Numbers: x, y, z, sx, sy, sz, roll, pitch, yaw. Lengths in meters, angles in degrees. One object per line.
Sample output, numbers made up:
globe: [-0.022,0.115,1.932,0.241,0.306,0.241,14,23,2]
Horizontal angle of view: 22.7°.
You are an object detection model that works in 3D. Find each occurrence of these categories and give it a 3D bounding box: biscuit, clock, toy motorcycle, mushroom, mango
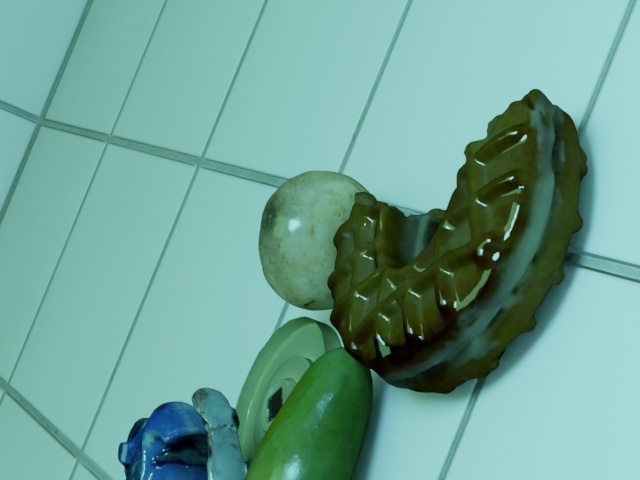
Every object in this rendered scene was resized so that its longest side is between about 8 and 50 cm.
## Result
biscuit: [0.130,0.022,1.654,0.366,0.115,0.268,-37,37,49]
clock: [-0.048,0.204,1.944,0.235,0.029,0.235,-44,34,40]
toy motorcycle: [-0.149,0.323,1.893,0.241,0.182,0.319,-28,55,22]
mushroom: [0.000,0.000,1.872,0.127,0.166,0.166,10,78,59]
mango: [-0.016,0.235,1.746,0.156,0.114,0.251,93,-166,-73]
